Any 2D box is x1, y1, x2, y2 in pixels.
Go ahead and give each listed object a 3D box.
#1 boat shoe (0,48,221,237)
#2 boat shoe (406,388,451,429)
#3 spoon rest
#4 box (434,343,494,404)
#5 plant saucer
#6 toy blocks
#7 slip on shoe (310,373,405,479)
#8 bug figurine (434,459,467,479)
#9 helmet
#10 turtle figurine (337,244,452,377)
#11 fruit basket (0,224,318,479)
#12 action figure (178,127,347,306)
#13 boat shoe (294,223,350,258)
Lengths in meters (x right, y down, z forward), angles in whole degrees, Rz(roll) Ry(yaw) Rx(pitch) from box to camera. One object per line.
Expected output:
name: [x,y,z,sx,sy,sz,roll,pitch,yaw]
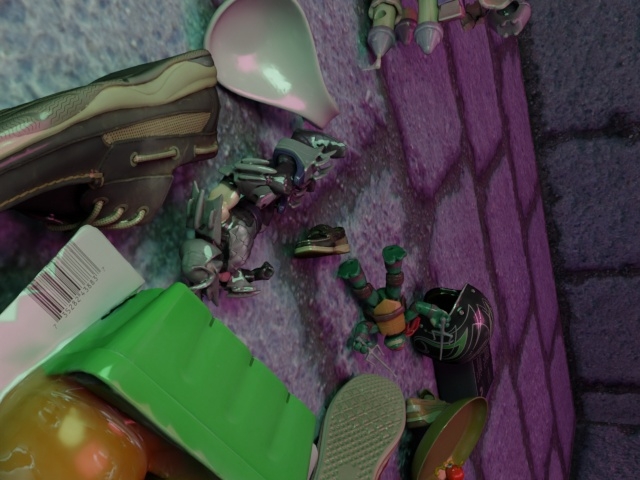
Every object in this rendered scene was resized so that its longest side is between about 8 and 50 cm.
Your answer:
boat shoe: [-0.185,-0.066,0.510,0.355,0.132,0.130,-46,125,-51]
boat shoe: [0.231,0.344,1.248,0.190,0.068,0.072,19,54,-59]
spoon rest: [-0.046,-0.223,0.792,0.084,0.137,0.276,51,10,31]
box: [0.337,0.288,1.402,0.158,0.093,0.156,-33,115,-58]
plant saucer: [0.257,0.414,1.221,0.241,0.037,0.241,-28,132,-36]
toy blocks: [0.225,-0.432,1.112,0.309,0.288,0.260,48,41,-50]
slip on shoe: [0.046,0.334,0.899,0.331,0.123,0.101,-63,170,-49]
bug figurine: [0.191,0.530,1.102,0.279,0.072,0.216,-2,102,-49]
helmet: [0.280,0.173,1.249,0.169,0.161,0.169,13,75,-59]
turtle figurine: [0.119,0.129,1.033,0.175,0.118,0.234,-28,115,-14]
fruit basket: [-0.165,0.220,0.434,0.327,0.165,0.353,50,54,-26]
action figure: [-0.073,-0.034,0.691,0.285,0.099,0.185,-55,172,-48]
boat shoe: [0.000,0.000,0.903,0.152,0.056,0.049,-1,82,-69]
